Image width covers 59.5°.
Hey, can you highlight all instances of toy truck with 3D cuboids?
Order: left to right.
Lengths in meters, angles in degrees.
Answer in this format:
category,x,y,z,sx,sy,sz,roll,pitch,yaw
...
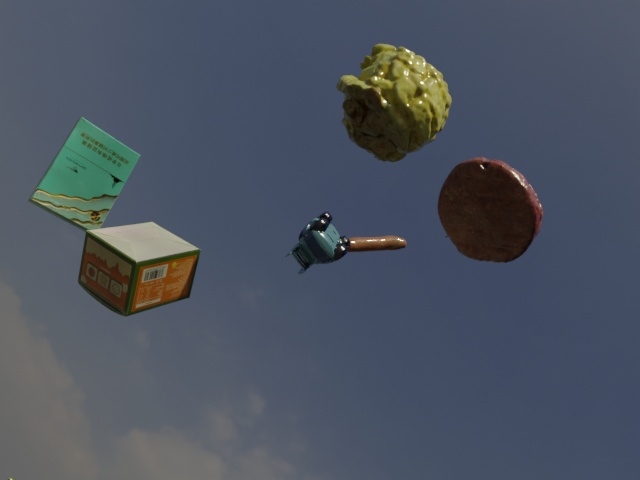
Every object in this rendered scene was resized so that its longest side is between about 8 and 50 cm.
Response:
category,x,y,z,sx,sy,sz,roll,pitch,yaw
toy truck,0.000,0.000,0.780,0.074,0.136,0.063,-35,-86,17

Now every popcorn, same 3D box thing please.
category,x,y,z,sx,sy,sz,roll,pitch,yaw
popcorn,0.162,-0.316,1.317,0.293,0.237,0.293,29,-24,14

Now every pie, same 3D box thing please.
category,x,y,z,sx,sy,sz,roll,pitch,yaw
pie,0.273,-0.047,0.919,0.182,0.050,0.182,23,-55,37

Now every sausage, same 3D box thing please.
category,x,y,z,sx,sy,sz,roll,pitch,yaw
sausage,0.135,0.008,1.427,0.043,0.186,0.043,7,-82,62

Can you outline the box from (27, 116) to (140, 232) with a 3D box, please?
category,x,y,z,sx,sy,sz,roll,pitch,yaw
box,-0.547,-0.149,1.310,0.162,0.229,0.041,34,-24,-32

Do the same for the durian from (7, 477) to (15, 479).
category,x,y,z,sx,sy,sz,roll,pitch,yaw
durian,-0.404,0.517,0.702,0.198,0.394,0.163,21,-6,-23

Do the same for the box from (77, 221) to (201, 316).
category,x,y,z,sx,sy,sz,roll,pitch,yaw
box,-0.420,0.063,1.304,0.178,0.195,0.148,26,-69,26
